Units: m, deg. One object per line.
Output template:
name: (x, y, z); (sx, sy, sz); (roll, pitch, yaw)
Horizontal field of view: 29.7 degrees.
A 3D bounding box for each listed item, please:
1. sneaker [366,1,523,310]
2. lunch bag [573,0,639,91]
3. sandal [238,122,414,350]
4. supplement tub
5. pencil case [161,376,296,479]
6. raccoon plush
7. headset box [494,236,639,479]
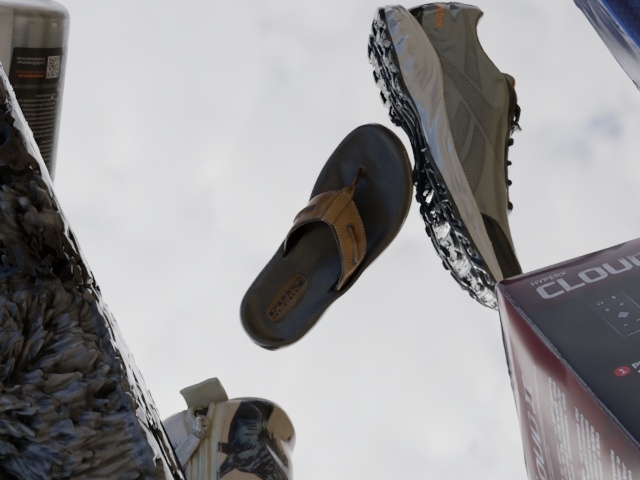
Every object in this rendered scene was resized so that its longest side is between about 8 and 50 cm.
sneaker: (0.123, -0.075, 0.978); (0.100, 0.108, 0.272); (115, 140, -75)
lunch bag: (0.113, -0.073, 0.343); (0.067, 0.065, 0.098); (50, -168, -12)
sandal: (0.000, 0.000, 1.023); (0.219, 0.090, 0.060); (-51, -14, 8)
supplement tub: (-0.424, -0.151, 1.517); (0.193, 0.193, 0.316); (-11, -67, -53)
pencil case: (-0.088, 0.339, 1.119); (0.183, 0.159, 0.410); (53, -158, -44)
raccoon plush: (-0.253, 0.116, 0.698); (0.216, 0.299, 0.446); (95, 151, -75)
headset box: (0.201, 0.072, 0.376); (0.218, 0.293, 0.110); (-17, -64, -8)
